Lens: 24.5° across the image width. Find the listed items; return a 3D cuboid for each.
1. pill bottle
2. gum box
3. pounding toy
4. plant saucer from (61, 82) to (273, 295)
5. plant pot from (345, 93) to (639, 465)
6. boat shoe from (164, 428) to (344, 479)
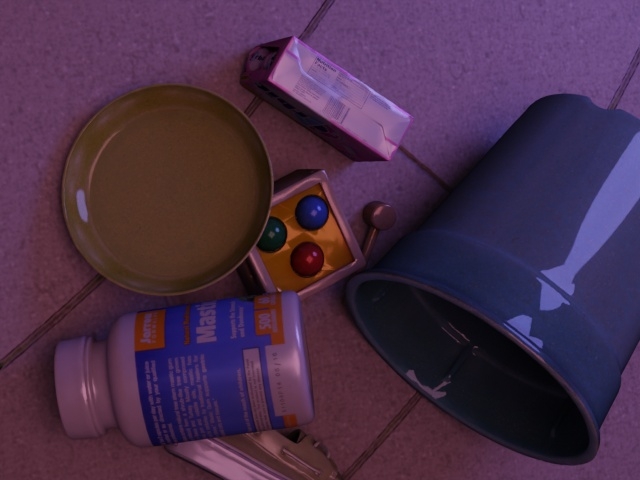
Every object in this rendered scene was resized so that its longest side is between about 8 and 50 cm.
[{"bbox_3d":[-0.149,0.146,1.628,0.272,0.152,0.152,-8,96,1],"label":"pill bottle"},{"bbox_3d":[0.002,-0.165,1.722,0.188,0.107,0.062,33,81,-20],"label":"gum box"},{"bbox_3d":[0.009,0.006,1.741,0.206,0.094,0.181,-28,102,-17],"label":"pounding toy"},{"bbox_3d":[-0.169,-0.056,1.654,0.241,0.037,0.241,-1,81,7],"label":"plant saucer"},{"bbox_3d":[0.263,0.029,1.734,0.341,0.341,0.334,45,70,-17],"label":"plant pot"},{"bbox_3d":[-0.035,0.269,1.733,0.302,0.109,0.094,29,80,-17],"label":"boat shoe"}]
